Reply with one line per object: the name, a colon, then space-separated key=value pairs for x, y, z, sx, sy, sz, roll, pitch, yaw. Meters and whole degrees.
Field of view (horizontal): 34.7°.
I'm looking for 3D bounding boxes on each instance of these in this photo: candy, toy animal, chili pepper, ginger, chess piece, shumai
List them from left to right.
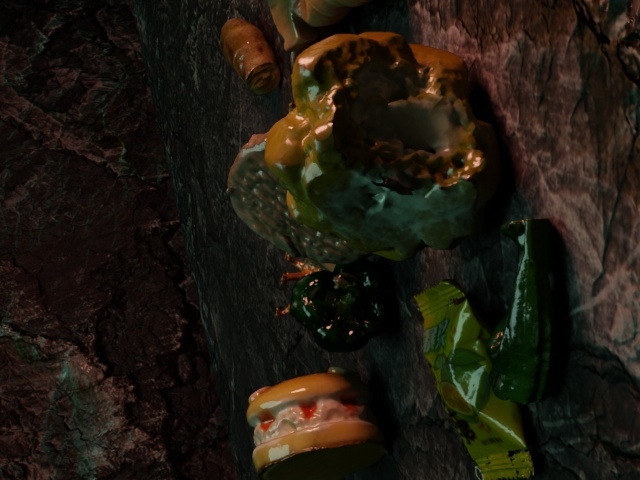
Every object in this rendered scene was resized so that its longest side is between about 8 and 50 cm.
ginger: x=-0.168 y=-0.435 z=2.359 sx=0.116 sy=0.109 sz=0.263 roll=-57 pitch=37 yaw=24
toy animal: x=-0.029 y=0.097 z=2.200 sx=0.255 sy=0.116 sz=0.114 roll=104 pitch=176 yaw=-61
chess piece: x=0.000 y=-0.415 z=1.688 sx=0.301 sy=0.137 sz=0.137 roll=-15 pitch=83 yaw=59
shumai: x=0.033 y=-0.118 z=1.776 sx=0.262 sy=0.314 sz=0.267 roll=-51 pitch=-21 yaw=-45
chili pepper: x=0.041 y=0.115 z=1.813 sx=0.261 sy=0.174 sz=0.165 roll=153 pitch=104 yaw=-78
candy: x=0.216 y=0.200 z=1.461 sx=0.297 sy=0.081 sz=0.187 roll=68 pitch=161 yaw=9
chili pepper: x=0.256 y=0.090 z=1.281 sx=0.099 sy=0.083 sz=0.253 roll=-122 pitch=31 yaw=-72

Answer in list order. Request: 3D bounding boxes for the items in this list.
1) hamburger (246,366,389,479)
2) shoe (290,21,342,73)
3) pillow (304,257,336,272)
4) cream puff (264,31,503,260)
hamburger: x=-0.002 y=0.358 z=1.982 sx=0.303 sy=0.261 sz=0.186 roll=35 pitch=-143 yaw=-53
shoe: x=-0.021 y=-0.404 z=1.884 sx=0.137 sy=0.114 sz=0.291 roll=-142 pitch=49 yaw=-59
pillow: x=0.001 y=0.000 z=2.049 sx=0.217 sy=0.033 sz=0.130 roll=30 pitch=122 yaw=47
cream puff: x=0.086 y=-0.129 z=1.416 sx=0.274 sy=0.323 sz=0.270 roll=122 pitch=162 yaw=-48
